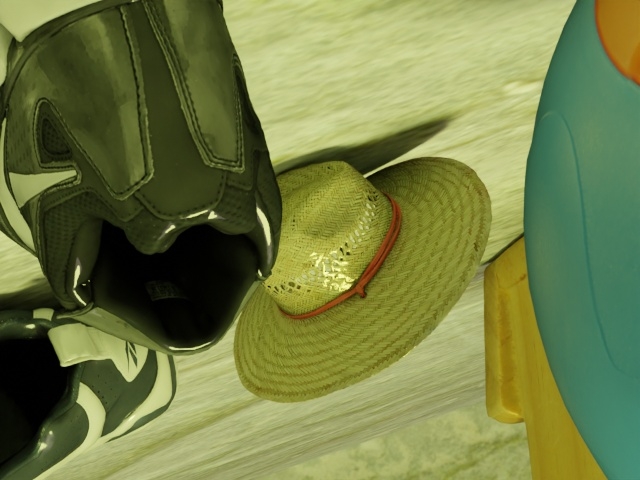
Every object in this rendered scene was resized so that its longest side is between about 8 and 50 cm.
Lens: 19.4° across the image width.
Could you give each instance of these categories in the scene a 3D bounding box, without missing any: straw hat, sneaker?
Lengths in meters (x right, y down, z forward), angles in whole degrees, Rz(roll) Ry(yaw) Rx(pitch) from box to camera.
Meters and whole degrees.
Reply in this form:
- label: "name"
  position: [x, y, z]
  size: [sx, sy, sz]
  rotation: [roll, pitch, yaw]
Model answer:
- label: "straw hat"
  position: [0.000, 0.000, 0.837]
  size: [0.144, 0.144, 0.061]
  rotation: [-26, 126, 28]
- label: "sneaker"
  position: [-0.190, 0.097, 0.901]
  size: [0.235, 0.094, 0.153]
  rotation: [-22, 168, 8]
- label: "sneaker"
  position: [-0.061, -0.010, 0.561]
  size: [0.078, 0.106, 0.234]
  rotation: [-17, 169, -15]

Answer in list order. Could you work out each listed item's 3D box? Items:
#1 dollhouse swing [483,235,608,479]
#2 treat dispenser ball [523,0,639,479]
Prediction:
- label: "dollhouse swing"
  position: [0.284, 0.086, 1.167]
  size: [0.315, 0.305, 0.347]
  rotation: [-16, 168, -20]
- label: "treat dispenser ball"
  position: [0.206, -0.009, 0.571]
  size: [0.288, 0.288, 0.288]
  rotation: [-20, 170, -4]
